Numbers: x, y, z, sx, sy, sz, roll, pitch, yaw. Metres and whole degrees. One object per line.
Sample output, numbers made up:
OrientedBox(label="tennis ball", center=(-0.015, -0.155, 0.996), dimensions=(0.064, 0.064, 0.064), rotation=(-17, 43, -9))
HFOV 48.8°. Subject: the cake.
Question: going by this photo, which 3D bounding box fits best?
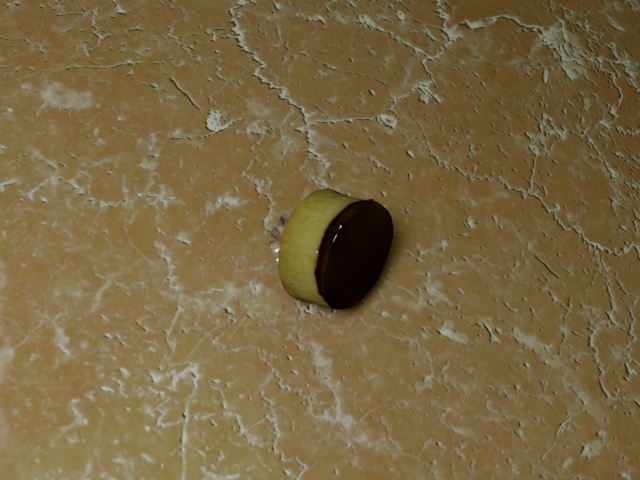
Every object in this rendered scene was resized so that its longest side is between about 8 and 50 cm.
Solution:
OrientedBox(label="cake", center=(0.000, 0.000, 1.171), dimensions=(0.178, 0.208, 0.185), rotation=(28, 18, 34))
